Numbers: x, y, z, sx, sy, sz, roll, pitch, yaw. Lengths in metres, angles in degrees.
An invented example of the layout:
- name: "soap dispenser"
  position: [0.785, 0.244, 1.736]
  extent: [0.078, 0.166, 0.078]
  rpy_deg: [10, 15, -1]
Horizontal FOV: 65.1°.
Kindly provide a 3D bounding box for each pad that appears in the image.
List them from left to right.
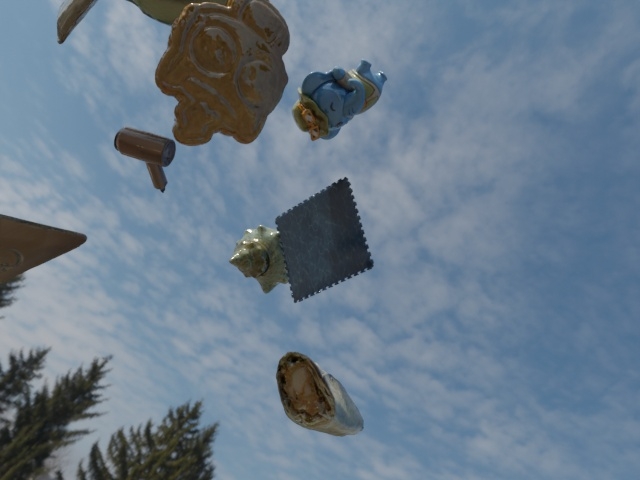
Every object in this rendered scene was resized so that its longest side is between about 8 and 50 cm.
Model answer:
- name: "pad"
  position: [-0.551, 0.030, 0.763]
  extent: [0.286, 0.284, 0.018]
  rpy_deg: [-22, -102, 8]
- name: "pad"
  position: [0.000, 0.000, 1.323]
  extent: [0.269, 0.012, 0.270]
  rpy_deg: [-29, -117, 28]

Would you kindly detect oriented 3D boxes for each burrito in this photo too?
- name: "burrito"
  position: [0.001, 0.352, 1.095]
  extent: [0.105, 0.143, 0.299]
  rpy_deg: [-26, -35, 6]

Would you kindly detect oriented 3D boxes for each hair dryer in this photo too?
- name: "hair dryer"
  position: [-0.373, -0.166, 1.105]
  extent: [0.117, 0.064, 0.182]
  rpy_deg: [16, -32, 7]

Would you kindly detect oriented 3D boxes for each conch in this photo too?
- name: "conch"
  position: [-0.136, 0.062, 1.515]
  extent: [0.169, 0.386, 0.203]
  rpy_deg: [38, -71, 39]

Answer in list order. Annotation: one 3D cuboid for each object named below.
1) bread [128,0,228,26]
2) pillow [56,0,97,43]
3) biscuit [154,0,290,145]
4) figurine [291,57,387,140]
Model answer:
- name: "bread"
  position: [-0.356, -0.686, 1.187]
  extent: [0.365, 0.129, 0.382]
  rpy_deg: [4, -25, 12]
- name: "pillow"
  position: [-0.549, -0.552, 1.147]
  extent: [0.232, 0.131, 0.038]
  rpy_deg: [-22, -27, 36]
- name: "biscuit"
  position: [-0.198, -0.362, 1.060]
  extent: [0.269, 0.376, 0.051]
  rpy_deg: [33, -13, -28]
- name: "figurine"
  position: [0.044, -0.374, 1.293]
  extent: [0.154, 0.262, 0.180]
  rpy_deg: [52, 7, 14]
